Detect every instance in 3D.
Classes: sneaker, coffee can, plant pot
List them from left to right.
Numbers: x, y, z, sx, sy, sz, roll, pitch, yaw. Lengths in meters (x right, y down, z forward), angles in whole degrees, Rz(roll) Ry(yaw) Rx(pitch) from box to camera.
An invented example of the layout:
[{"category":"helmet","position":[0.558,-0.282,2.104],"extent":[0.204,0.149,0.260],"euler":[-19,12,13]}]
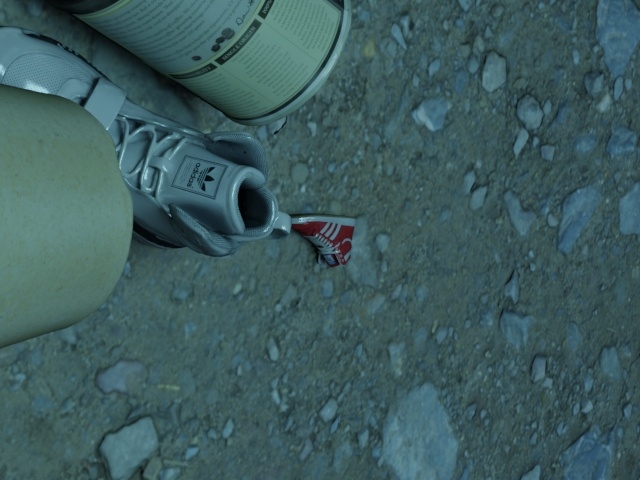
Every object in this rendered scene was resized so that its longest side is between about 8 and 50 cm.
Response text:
[{"category":"plant pot","position":[-0.339,-0.021,1.203],"extent":[0.305,0.334,0.333],"euler":[-7,102,-55]},{"category":"sneaker","position":[-0.187,-0.096,1.429],"extent":[0.366,0.210,0.137],"euler":[39,70,-42]},{"category":"coffee can","position":[-0.128,-0.265,1.463],"extent":[0.275,0.202,0.201],"euler":[31,75,-44]},{"category":"sneaker","position":[0.000,0.000,1.756],"extent":[0.118,0.042,0.067],"euler":[3,92,-48]}]
